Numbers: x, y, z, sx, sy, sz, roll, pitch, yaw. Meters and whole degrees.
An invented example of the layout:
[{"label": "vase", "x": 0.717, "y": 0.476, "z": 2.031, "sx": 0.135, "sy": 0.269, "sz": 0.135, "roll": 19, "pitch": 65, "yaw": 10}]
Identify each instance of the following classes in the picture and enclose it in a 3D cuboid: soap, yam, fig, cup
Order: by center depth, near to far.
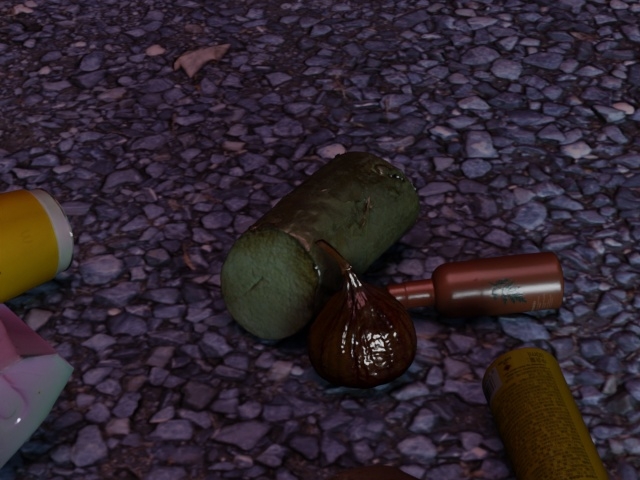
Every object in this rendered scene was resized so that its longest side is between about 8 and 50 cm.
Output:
[{"label": "soap", "x": -0.458, "y": 0.224, "z": 1.782, "sx": 0.109, "sy": 0.193, "sz": 0.324, "roll": 33, "pitch": 75, "yaw": 32}, {"label": "fig", "x": 0.053, "y": 0.089, "z": 1.947, "sx": 0.146, "sy": 0.201, "sz": 0.134, "roll": -24, "pitch": 31, "yaw": -36}, {"label": "cup", "x": -0.497, "y": 0.025, "z": 2.084, "sx": 0.280, "sy": 0.196, "sz": 0.196, "roll": -20, "pitch": 39, "yaw": -35}, {"label": "yam", "x": 0.000, "y": 0.000, "z": 2.095, "sx": 0.168, "sy": 0.168, "sz": 0.304, "roll": 21, "pitch": 41, "yaw": 28}]

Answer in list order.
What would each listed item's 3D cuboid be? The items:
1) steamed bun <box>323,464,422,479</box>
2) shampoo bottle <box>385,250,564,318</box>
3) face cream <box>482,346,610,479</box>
[{"label": "steamed bun", "x": 0.048, "y": 0.357, "z": 1.574, "sx": 0.251, "sy": 0.199, "sz": 0.301, "roll": 26, "pitch": 47, "yaw": 37}, {"label": "shampoo bottle", "x": 0.212, "y": 0.068, "z": 2.059, "sx": 0.244, "sy": 0.085, "sz": 0.085, "roll": -8, "pitch": 37, "yaw": -4}, {"label": "face cream", "x": 0.283, "y": 0.275, "z": 1.756, "sx": 0.105, "sy": 0.105, "sz": 0.348, "roll": -7, "pitch": 36, "yaw": -6}]
